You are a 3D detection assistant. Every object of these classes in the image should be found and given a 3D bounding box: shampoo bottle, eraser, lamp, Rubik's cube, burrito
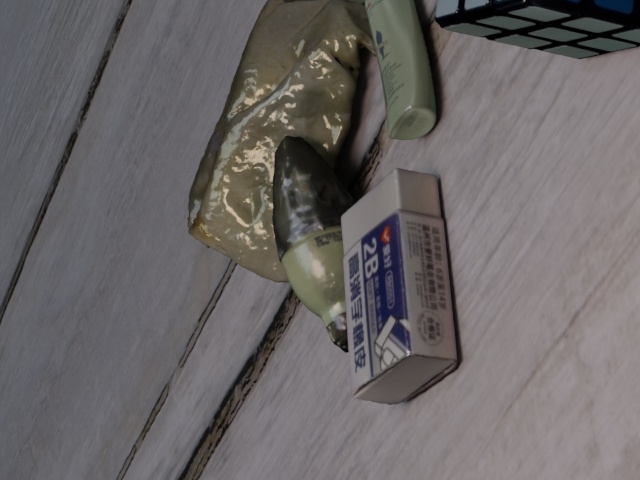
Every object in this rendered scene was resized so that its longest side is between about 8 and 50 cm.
[{"bbox_3d":[0.082,-0.203,1.870,0.072,0.049,0.212,120,148,-46],"label":"shampoo bottle"},{"bbox_3d":[0.076,0.047,1.785,0.124,0.068,0.210,-43,44,52],"label":"eraser"},{"bbox_3d":[0.000,0.000,1.908,0.101,0.101,0.250,-48,56,50],"label":"lamp"},{"bbox_3d":[0.208,-0.252,1.488,0.163,0.162,0.160,176,101,-66],"label":"Rubik's cube"},{"bbox_3d":[-0.048,-0.137,2.037,0.190,0.135,0.331,-129,55,-66],"label":"burrito"}]
